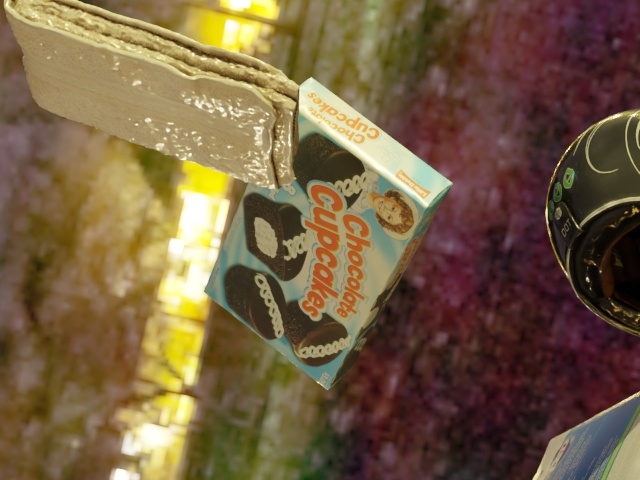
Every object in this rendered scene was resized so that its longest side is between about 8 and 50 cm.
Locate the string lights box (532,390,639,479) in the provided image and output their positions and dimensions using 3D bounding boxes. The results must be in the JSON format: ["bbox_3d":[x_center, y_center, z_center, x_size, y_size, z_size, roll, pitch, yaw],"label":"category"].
[{"bbox_3d":[0.238,0.197,1.276,0.133,0.077,0.259,-57,4,-27],"label":"string lights box"}]

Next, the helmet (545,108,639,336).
[{"bbox_3d":[0.256,-0.021,1.224,0.161,0.169,0.169,-70,-3,-55],"label":"helmet"}]

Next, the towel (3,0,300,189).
[{"bbox_3d":[-0.153,-0.135,1.511,0.187,0.282,0.049,92,-162,-65],"label":"towel"}]

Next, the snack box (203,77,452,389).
[{"bbox_3d":[0.000,0.000,1.732,0.060,0.187,0.322,-42,-16,-42],"label":"snack box"}]
